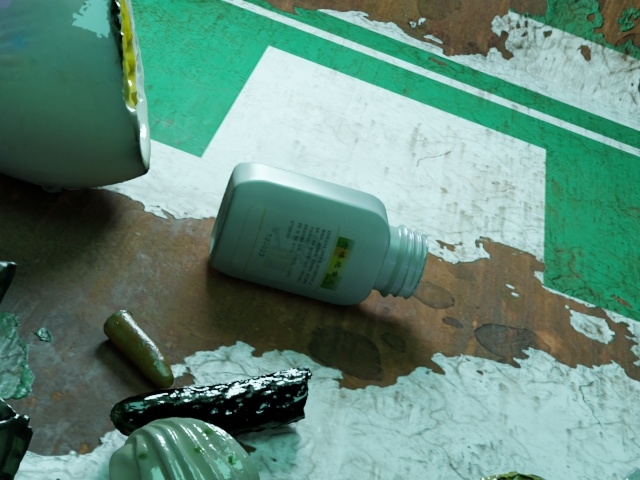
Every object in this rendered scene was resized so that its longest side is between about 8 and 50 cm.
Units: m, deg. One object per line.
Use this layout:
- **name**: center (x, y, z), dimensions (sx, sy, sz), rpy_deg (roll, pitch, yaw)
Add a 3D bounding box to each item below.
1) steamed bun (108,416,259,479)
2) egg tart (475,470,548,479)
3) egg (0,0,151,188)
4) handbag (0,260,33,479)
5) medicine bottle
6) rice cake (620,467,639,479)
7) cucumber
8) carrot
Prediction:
- **steamed bun**: center (-0.154, 0.275, 1.736), dimensions (0.183, 0.106, 0.183), rpy_deg (16, 28, -9)
- **egg tart**: center (0.263, 0.388, 1.827), dimensions (0.234, 0.094, 0.234), rpy_deg (20, 27, -11)
- **egg**: center (-0.451, -0.248, 2.297), dimensions (0.340, 0.354, 0.354), rpy_deg (-7, 29, -1)
- **handbag**: center (-0.397, 0.204, 1.446), dimensions (0.163, 0.327, 0.325), rpy_deg (13, 28, -25)
- **medicine bottle**: center (0.000, 0.000, 2.291), dimensions (0.324, 0.179, 0.124), rpy_deg (15, 25, -9)
- **rice cake**: center (0.500, 0.400, 2.044), dimensions (0.226, 0.040, 0.085), rpy_deg (38, 31, 30)
- **cucumber**: center (-0.139, 0.218, 1.890), dimensions (0.303, 0.081, 0.072), rpy_deg (-6, 27, -38)
- **carrot**: center (-0.237, 0.152, 1.983), dimensions (0.048, 0.048, 0.139), rpy_deg (-8, 40, -45)
